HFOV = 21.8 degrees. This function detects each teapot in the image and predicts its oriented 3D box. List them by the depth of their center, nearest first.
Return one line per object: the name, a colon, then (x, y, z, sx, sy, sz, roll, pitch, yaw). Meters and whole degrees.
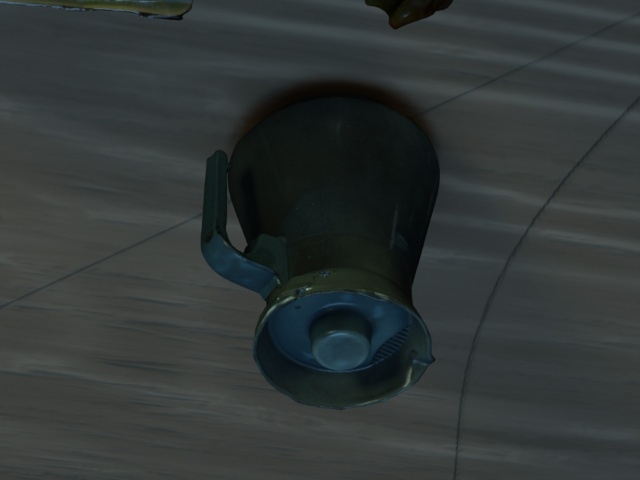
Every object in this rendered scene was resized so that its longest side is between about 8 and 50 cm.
teapot: (0.000, 0.000, 1.284, 0.203, 0.225, 0.171, 26, 127, -24)

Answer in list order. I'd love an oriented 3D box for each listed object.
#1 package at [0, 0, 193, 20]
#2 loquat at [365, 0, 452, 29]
package: (-0.229, -0.242, 1.091, 0.311, 0.165, 0.221, 4, 133, -6)
loquat: (0.051, -0.265, 1.008, 0.275, 0.275, 0.275, -1, 134, -1)
